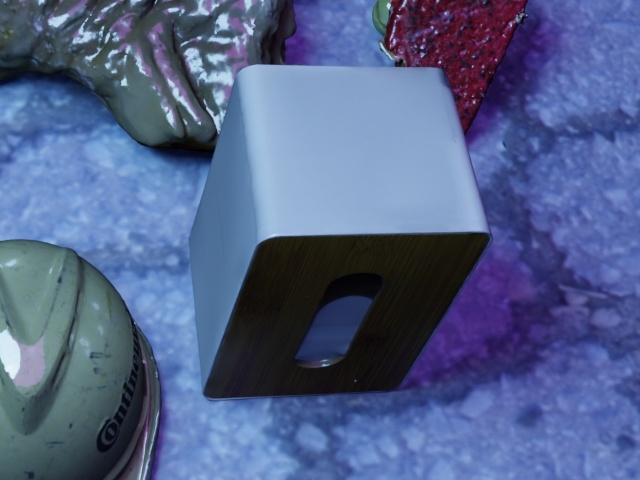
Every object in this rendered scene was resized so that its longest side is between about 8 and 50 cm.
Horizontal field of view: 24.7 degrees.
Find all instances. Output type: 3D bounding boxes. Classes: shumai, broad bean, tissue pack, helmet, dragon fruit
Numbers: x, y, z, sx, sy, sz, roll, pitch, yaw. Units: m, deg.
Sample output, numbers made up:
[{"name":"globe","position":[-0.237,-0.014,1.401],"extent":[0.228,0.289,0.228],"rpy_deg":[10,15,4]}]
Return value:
[{"name":"shumai","position":[-0.152,-0.198,1.199],"extent":[0.346,0.217,0.283],"rpy_deg":[-40,108,-19]},{"name":"broad bean","position":[0.084,-0.207,1.305],"extent":[0.083,0.045,0.063],"rpy_deg":[-6,68,-26]},{"name":"tissue pack","position":[0.001,0.000,1.044],"extent":[0.159,0.246,0.136],"rpy_deg":[-2,61,-15]},{"name":"helmet","position":[-0.203,0.094,1.000],"extent":[0.204,0.137,0.257],"rpy_deg":[-3,62,-16]},{"name":"dragon fruit","position":[0.105,-0.180,1.256],"extent":[0.106,0.083,0.162],"rpy_deg":[23,99,-12]}]
